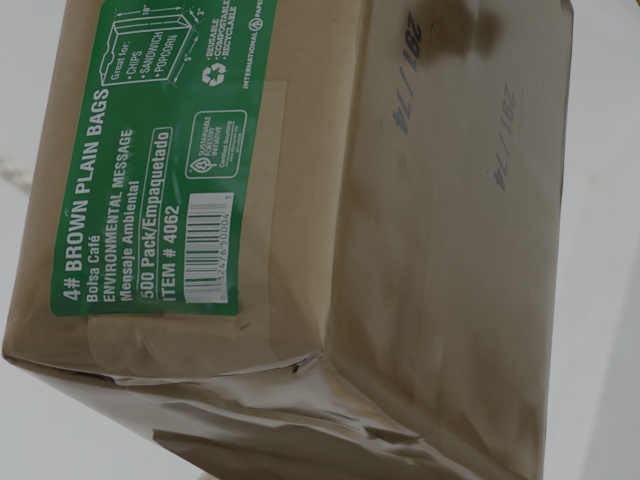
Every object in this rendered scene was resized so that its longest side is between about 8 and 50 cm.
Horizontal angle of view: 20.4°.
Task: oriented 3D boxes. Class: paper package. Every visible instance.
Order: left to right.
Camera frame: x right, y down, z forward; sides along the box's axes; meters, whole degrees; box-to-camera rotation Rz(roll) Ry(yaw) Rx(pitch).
[{"bbox_3d":[0.004,-0.048,0.922,0.309,0.168,0.325,40,-128,-56],"label":"paper package"}]

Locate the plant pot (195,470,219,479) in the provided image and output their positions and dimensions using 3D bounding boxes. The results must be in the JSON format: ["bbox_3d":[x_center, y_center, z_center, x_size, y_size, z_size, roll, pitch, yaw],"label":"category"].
[{"bbox_3d":[0.009,0.224,1.243,0.284,0.284,0.191,136,142,-61],"label":"plant pot"}]

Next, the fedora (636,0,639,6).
[{"bbox_3d":[0.115,-0.076,0.373,0.079,0.194,0.194,-60,3,33],"label":"fedora"}]
